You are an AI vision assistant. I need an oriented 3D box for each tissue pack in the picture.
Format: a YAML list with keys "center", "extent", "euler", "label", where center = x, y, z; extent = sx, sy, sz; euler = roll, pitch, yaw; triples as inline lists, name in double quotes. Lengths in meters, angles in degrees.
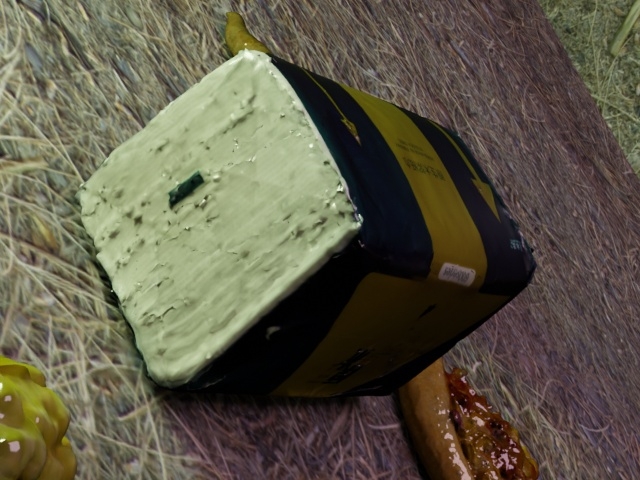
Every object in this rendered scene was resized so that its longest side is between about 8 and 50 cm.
- center: [0.000, 0.000, 1.545]
  extent: [0.416, 0.264, 0.253]
  euler: [11, 45, -60]
  label: "tissue pack"

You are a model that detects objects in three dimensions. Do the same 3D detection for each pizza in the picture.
- center: [0.198, 0.256, 1.817]
  extent: [0.229, 0.081, 0.289]
  euler: [21, 38, -54]
  label: "pizza"

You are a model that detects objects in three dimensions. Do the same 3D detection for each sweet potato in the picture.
- center: [-0.080, -0.214, 1.953]
  extent: [0.069, 0.059, 0.249]
  euler: [4, 41, -14]
  label: "sweet potato"

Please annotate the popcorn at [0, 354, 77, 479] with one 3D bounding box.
- center: [-0.267, 0.128, 0.888]
  extent: [0.270, 0.224, 0.258]
  euler: [35, 11, -22]
  label: "popcorn"

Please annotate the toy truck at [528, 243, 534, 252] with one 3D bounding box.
- center: [0.189, -0.014, 2.133]
  extent: [0.140, 0.108, 0.257]
  euler: [47, 6, 36]
  label: "toy truck"
